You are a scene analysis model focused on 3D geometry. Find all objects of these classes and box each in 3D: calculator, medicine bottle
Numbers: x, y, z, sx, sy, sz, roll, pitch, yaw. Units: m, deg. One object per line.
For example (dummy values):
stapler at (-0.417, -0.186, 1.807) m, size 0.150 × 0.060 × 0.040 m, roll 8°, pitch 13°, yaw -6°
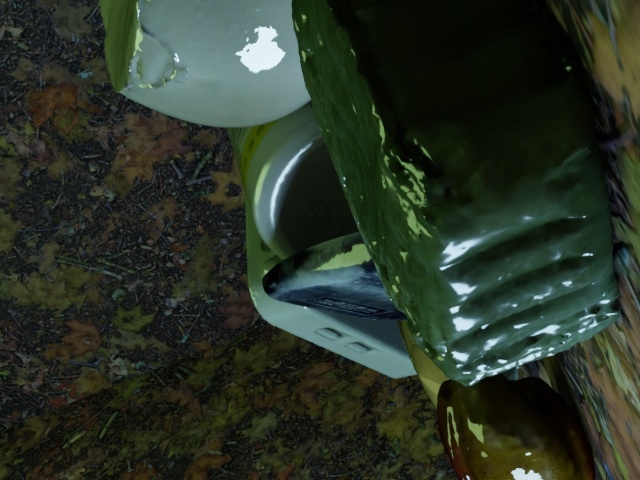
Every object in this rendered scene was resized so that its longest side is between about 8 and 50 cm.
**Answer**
calculator at (0.054, 0.037, 0.992) m, size 0.268 × 0.177 × 0.040 m, roll -20°, pitch 60°, yaw 63°
medicine bottle at (0.003, -0.147, 1.111) m, size 0.339 × 0.208 × 0.208 m, roll -109°, pitch -3°, yaw -46°

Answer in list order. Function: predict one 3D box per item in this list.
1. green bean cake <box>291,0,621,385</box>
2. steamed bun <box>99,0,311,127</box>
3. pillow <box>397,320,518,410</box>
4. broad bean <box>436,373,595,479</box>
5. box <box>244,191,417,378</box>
green bean cake at (0.071, -0.055, 0.606) m, size 0.227 × 0.125 × 0.222 m, roll 73°, pitch 176°, yaw -54°
steamed bun at (-0.067, -0.254, 0.883) m, size 0.324 × 0.206 × 0.324 m, roll 179°, pitch 90°, yaw -73°
pillow at (0.142, 0.073, 1.218) m, size 0.312 × 0.119 × 0.310 m, roll 73°, pitch -177°, yaw -50°
broad bean at (0.180, 0.190, 1.002) m, size 0.228 × 0.122 × 0.156 m, roll 64°, pitch -177°, yaw -51°
box at (0.036, -0.034, 1.397) m, size 0.373 × 0.090 × 0.367 m, roll 31°, pitch -132°, yaw -52°
